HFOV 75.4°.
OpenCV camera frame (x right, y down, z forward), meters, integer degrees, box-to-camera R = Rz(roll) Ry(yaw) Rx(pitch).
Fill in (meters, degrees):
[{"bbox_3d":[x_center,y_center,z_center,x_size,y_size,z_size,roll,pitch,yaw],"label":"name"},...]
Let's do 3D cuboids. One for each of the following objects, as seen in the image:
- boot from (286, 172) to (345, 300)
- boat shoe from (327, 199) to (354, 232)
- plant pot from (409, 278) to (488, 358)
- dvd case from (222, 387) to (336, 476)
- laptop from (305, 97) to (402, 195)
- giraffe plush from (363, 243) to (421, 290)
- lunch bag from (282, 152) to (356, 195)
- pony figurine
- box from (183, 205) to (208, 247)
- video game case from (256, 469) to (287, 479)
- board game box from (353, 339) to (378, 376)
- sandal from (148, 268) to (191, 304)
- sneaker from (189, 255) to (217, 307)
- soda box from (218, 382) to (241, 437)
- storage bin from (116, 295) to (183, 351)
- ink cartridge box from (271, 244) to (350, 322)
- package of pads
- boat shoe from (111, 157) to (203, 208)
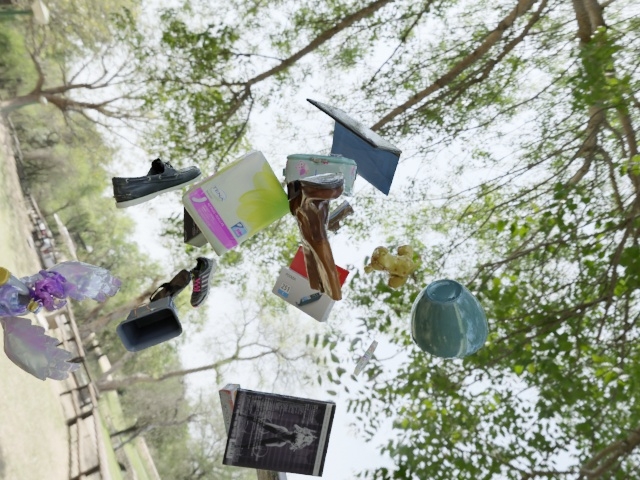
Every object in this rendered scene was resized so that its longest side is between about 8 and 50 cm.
[{"bbox_3d":[0.000,0.000,0.908,0.264,0.096,0.281,4,-74,63],"label":"boot"},{"bbox_3d":[0.045,-0.063,1.490,0.066,0.183,0.066,47,10,0],"label":"boat shoe"},{"bbox_3d":[0.465,0.260,1.534,0.290,0.290,0.196,29,-37,48],"label":"plant pot"},{"bbox_3d":[-0.087,0.417,0.899,0.018,0.221,0.165,-165,-94,-83],"label":"dvd case"},{"bbox_3d":[0.130,-0.391,1.800,0.382,0.407,0.237,40,-65,22],"label":"laptop"},{"bbox_3d":[0.257,0.086,1.561,0.210,0.170,0.182,-131,-119,-74],"label":"giraffe plush"},{"bbox_3d":[0.001,-0.208,1.315,0.279,0.223,0.108,-4,103,-83],"label":"lunch bag"},{"bbox_3d":[-0.721,0.136,0.989,0.350,0.303,0.363,24,-20,3],"label":"pony figurine"},{"bbox_3d":[-0.571,-0.123,2.007,0.184,0.103,0.262,-26,-120,28],"label":"box"},{"bbox_3d":[-0.200,0.988,1.706,0.300,0.036,0.329,-62,-144,42],"label":"video game case"},{"bbox_3d":[0.202,0.525,1.846,0.026,0.154,0.103,32,-28,17],"label":"board game box"},{"bbox_3d":[-0.410,0.140,1.084,0.067,0.179,0.040,51,13,34],"label":"sandal"},{"bbox_3d":[-0.383,0.124,1.301,0.063,0.171,0.075,-2,-26,33],"label":"sneaker"},{"bbox_3d":[-0.313,0.611,1.490,0.058,0.063,0.183,-5,-82,25],"label":"soda box"},{"bbox_3d":[-0.407,0.187,0.994,0.091,0.135,0.098,-129,-160,-65],"label":"storage bin"},{"bbox_3d":[-0.050,0.194,1.918,0.296,0.066,0.261,27,-87,24],"label":"ink cartridge box"},{"bbox_3d":[-0.263,-0.126,1.318,0.229,0.296,0.101,60,-9,-18],"label":"package of pads"},{"bbox_3d":[-0.533,-0.211,1.362,0.127,0.340,0.113,3,-64,39],"label":"boat shoe"}]
